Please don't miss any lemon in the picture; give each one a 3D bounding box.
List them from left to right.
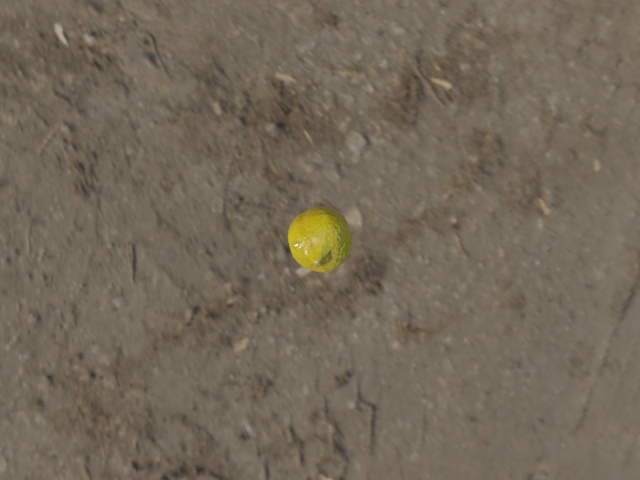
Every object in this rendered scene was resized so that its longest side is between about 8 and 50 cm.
[{"bbox_3d":[0.000,0.000,1.236,0.065,0.092,0.065,0,115,0],"label":"lemon"}]
